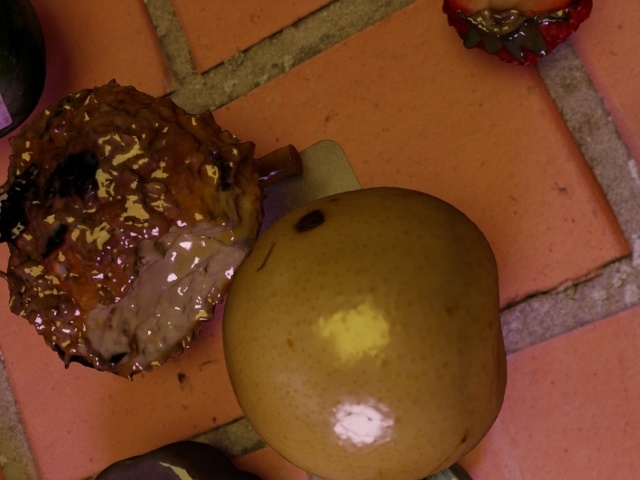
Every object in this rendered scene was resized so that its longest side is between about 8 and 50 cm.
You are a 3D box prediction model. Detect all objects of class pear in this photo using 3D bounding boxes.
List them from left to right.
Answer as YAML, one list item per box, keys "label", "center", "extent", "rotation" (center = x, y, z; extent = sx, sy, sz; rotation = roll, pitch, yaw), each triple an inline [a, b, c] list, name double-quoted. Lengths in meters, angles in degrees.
- label: "pear"
  center: [0.052, 0.108, 0.771]
  extent: [0.348, 0.348, 0.348]
  rotation: [-2, 85, 18]

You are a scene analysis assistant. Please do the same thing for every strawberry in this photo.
- label: "strawberry"
  center: [0.270, -0.321, 0.872]
  extent: [0.190, 0.111, 0.236]
  rotation: [18, 68, 29]

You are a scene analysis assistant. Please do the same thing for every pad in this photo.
- label: "pad"
  center: [0.000, 0.000, 0.974]
  extent: [0.176, 0.002, 0.266]
  rotation: [-28, 78, 14]

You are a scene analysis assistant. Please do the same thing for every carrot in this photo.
- label: "carrot"
  center: [-0.094, -0.093, 0.989]
  extent: [0.139, 0.048, 0.048]
  rotation: [-22, 79, 18]

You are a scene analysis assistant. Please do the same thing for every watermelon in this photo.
- label: "watermelon"
  center: [-0.598, -0.308, 1.018]
  extent: [0.363, 0.363, 0.363]
  rotation: [-2, 85, 18]

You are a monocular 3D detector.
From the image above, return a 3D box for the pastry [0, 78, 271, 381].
- label: "pastry"
  center: [-0.274, -0.030, 0.915]
  extent: [0.337, 0.292, 0.405]
  rotation: [50, 118, 27]

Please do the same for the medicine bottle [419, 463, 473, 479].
- label: "medicine bottle"
  center: [0.086, 0.383, 0.875]
  extent: [0.124, 0.079, 0.258]
  rotation: [44, 99, 16]

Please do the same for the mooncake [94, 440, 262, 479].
- label: "mooncake"
  center: [-0.184, 0.427, 0.920]
  extent: [0.306, 0.154, 0.306]
  rotation: [-2, 84, 18]
